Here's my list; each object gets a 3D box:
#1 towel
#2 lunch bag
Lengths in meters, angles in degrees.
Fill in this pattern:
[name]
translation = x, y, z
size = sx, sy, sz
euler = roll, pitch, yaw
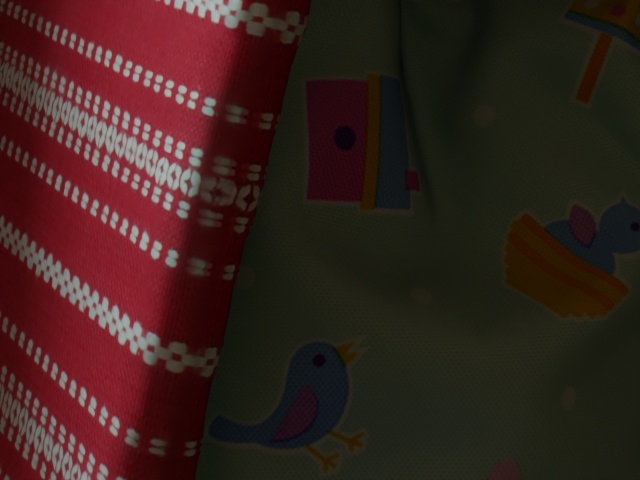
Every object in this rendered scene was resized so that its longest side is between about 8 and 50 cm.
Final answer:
[towel]
translation = -0.040, -0.079, 0.416
size = 0.199, 0.031, 0.275
euler = 30, 107, 60
[lunch bag]
translation = 0.000, 0.000, 0.508
size = 0.223, 0.160, 0.262
euler = -168, 81, -71
